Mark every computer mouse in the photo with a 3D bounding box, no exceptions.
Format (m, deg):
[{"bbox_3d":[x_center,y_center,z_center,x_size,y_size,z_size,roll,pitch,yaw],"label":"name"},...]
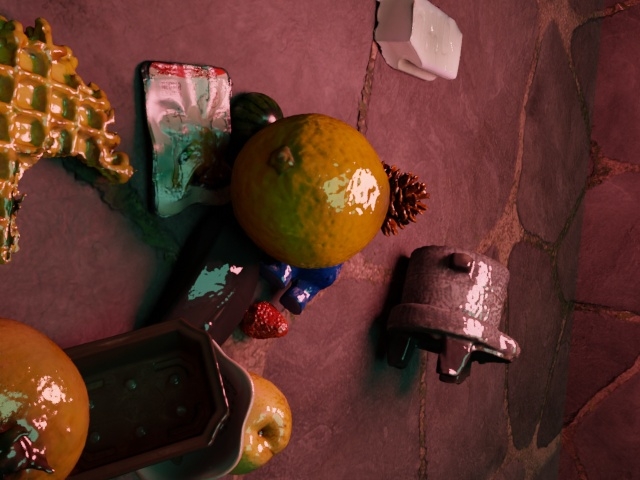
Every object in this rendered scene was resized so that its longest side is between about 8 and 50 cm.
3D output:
[{"bbox_3d":[-0.168,0.074,0.992,0.137,0.086,0.270,39,68,-45],"label":"computer mouse"}]

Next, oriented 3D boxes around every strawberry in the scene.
[{"bbox_3d":[-0.094,0.143,1.097,0.073,0.083,0.073,-16,108,-57],"label":"strawberry"}]

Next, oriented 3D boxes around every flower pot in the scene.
[{"bbox_3d":[0.307,0.183,1.410,0.299,0.299,0.283,38,64,-46],"label":"flower pot"},{"bbox_3d":[-0.254,0.220,0.828,0.251,0.084,0.179,-15,68,-11],"label":"flower pot"}]

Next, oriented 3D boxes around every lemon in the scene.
[{"bbox_3d":[-0.016,-0.076,0.979,0.267,0.267,0.267,-12,106,-48],"label":"lemon"}]

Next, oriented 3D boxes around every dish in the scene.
[{"bbox_3d":[-0.195,0.251,0.920,0.081,0.229,0.229,52,55,-71],"label":"dish"}]

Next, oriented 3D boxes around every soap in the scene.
[{"bbox_3d":[0.217,-0.443,1.352,0.230,0.091,0.145,0,97,-51],"label":"soap"}]

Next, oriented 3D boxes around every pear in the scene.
[{"bbox_3d":[-0.130,0.299,1.015,0.178,0.178,0.178,-12,106,-48],"label":"pear"}]

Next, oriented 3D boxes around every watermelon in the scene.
[{"bbox_3d":[-0.099,-0.196,1.042,0.105,0.062,0.105,-12,107,-43],"label":"watermelon"}]

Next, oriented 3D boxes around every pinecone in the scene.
[{"bbox_3d":[0.138,-0.085,1.267,0.173,0.173,0.173,-12,106,-48],"label":"pinecone"}]

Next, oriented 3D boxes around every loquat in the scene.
[{"bbox_3d":[-0.369,0.195,0.657,0.244,0.244,0.244,-12,106,-48],"label":"loquat"}]

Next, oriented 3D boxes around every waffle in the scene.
[{"bbox_3d":[-0.354,-0.127,0.717,0.293,0.069,0.260,-55,133,-44],"label":"waffle"}]

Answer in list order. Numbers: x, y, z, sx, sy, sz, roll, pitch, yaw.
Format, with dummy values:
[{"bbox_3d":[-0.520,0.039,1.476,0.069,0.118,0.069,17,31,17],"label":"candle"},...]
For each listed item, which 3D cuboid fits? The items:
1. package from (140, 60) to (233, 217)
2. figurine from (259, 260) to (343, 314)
[{"bbox_3d":[-0.196,-0.154,0.953,0.166,0.040,0.232,-9,103,-47],"label":"package"},{"bbox_3d":[0.001,0.009,1.152,0.164,0.121,0.262,47,59,-39],"label":"figurine"}]
